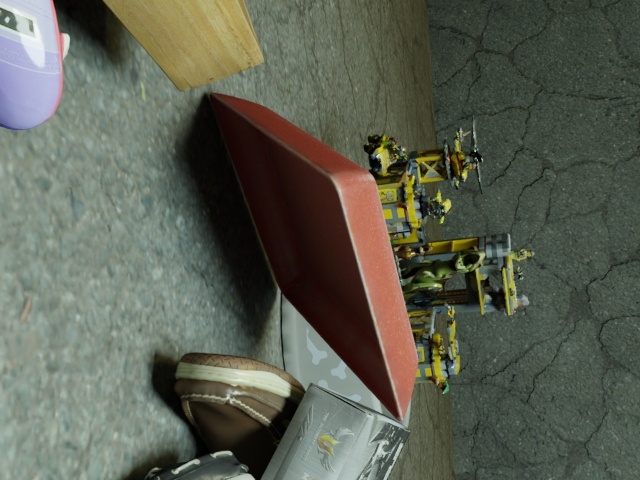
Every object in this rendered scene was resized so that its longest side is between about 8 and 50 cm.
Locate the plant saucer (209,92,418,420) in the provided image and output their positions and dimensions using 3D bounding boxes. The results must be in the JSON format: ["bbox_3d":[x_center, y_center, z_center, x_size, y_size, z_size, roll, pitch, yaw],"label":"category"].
[{"bbox_3d":[0.000,0.000,0.675,0.258,0.047,0.259,41,-26,52],"label":"plant saucer"}]

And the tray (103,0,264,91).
[{"bbox_3d":[-0.123,-0.235,0.335,0.411,0.076,0.203,60,11,-81],"label":"tray"}]

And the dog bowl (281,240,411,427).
[{"bbox_3d":[0.050,0.129,0.990,0.349,0.102,0.349,-7,90,-75],"label":"dog bowl"}]

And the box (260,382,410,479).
[{"bbox_3d":[-0.012,0.244,0.611,0.231,0.056,0.183,-62,157,-9],"label":"box"}]

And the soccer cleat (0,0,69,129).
[{"bbox_3d":[-0.186,-0.153,0.291,0.095,0.083,0.248,-54,135,-53],"label":"soccer cleat"}]

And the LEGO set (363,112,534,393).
[{"bbox_3d":[0.176,0.017,0.935,0.255,0.192,0.331,-53,135,-68],"label":"LEGO set"}]

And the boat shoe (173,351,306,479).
[{"bbox_3d":[-0.053,0.173,0.620,0.257,0.095,0.095,59,36,-58],"label":"boat shoe"}]

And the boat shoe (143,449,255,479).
[{"bbox_3d":[-0.101,0.174,0.504,0.125,0.038,0.046,-2,128,-45],"label":"boat shoe"}]
